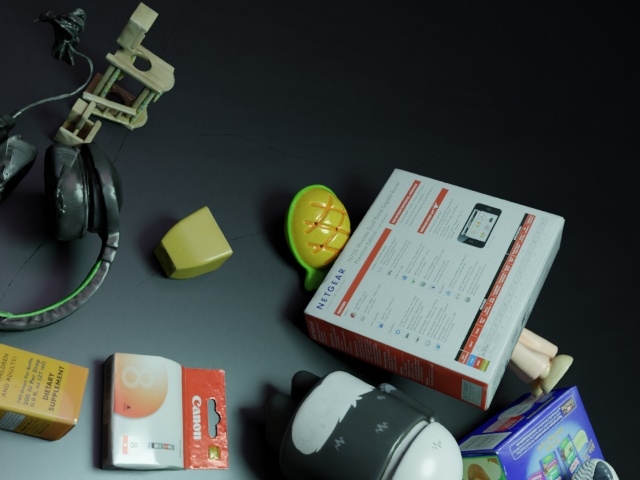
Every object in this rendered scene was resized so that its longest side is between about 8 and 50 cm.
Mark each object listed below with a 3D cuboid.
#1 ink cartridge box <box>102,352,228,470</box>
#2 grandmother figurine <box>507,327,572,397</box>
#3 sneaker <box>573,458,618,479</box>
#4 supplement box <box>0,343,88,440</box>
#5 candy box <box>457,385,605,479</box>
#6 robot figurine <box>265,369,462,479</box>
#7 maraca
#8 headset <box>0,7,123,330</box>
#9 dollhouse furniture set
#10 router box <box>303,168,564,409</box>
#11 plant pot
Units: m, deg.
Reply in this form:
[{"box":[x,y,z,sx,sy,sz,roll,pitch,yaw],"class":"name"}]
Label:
[{"box":[-0.197,0.230,1.021,0.179,0.045,0.145,10,61,-31],"class":"ink cartridge box"},{"box":[0.255,0.132,1.327,0.342,0.208,0.104,37,67,10],"class":"grandmother figurine"},{"box":[0.475,0.435,1.203,0.153,0.094,0.235,-17,88,-44],"class":"sneaker"},{"box":[-0.396,0.162,0.885,0.233,0.080,0.078,20,53,-25],"class":"supplement box"},{"box":[0.367,0.438,1.254,0.268,0.122,0.317,-19,87,-43],"class":"candy box"},{"box":[0.056,0.290,1.050,0.209,0.278,0.173,-61,154,-10],"class":"robot figurine"},{"box":[0.000,0.000,1.267,0.127,0.099,0.185,-24,107,-35],"class":"maraca"},{"box":[-0.357,-0.086,0.956,0.243,0.185,0.394,15,73,-21],"class":"headset"},{"box":[-0.280,-0.211,1.106,0.101,0.182,0.161,33,50,-19],"class":"dollhouse furniture set"},{"box":[0.186,0.059,1.225,0.301,0.082,0.335,20,57,23],"class":"router box"},{"box":[-0.193,0.012,1.123,0.083,0.081,0.081,-27,84,-32],"class":"plant pot"}]
